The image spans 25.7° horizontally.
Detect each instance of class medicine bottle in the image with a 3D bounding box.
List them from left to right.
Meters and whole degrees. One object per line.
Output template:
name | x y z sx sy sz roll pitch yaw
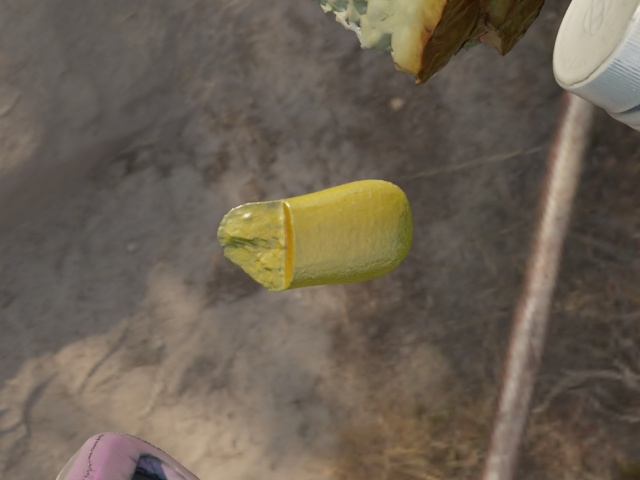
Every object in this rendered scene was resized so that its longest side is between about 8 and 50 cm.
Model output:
medicine bottle | 0.439 -0.188 1.583 0.332 0.190 0.190 24 64 -22

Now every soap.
soap | 0.000 0.000 1.161 0.168 0.033 0.089 -13 109 -20

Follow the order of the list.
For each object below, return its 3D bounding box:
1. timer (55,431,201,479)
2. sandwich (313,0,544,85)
timer | -0.085 0.206 0.830 0.191 0.069 0.208 41 11 -6
sandwich | 0.003 -0.268 0.675 0.325 0.262 0.131 37 53 16
